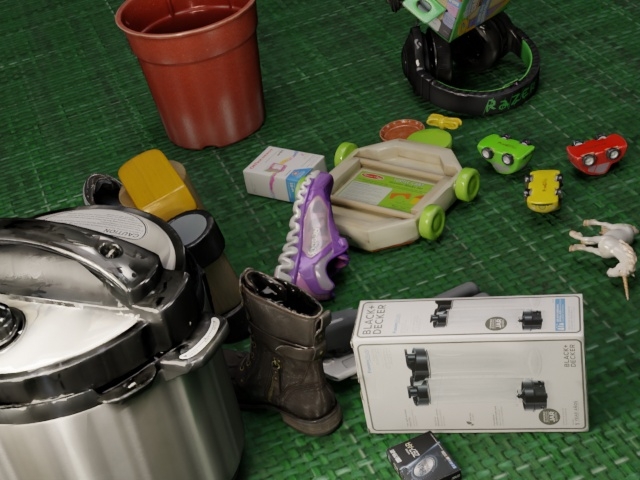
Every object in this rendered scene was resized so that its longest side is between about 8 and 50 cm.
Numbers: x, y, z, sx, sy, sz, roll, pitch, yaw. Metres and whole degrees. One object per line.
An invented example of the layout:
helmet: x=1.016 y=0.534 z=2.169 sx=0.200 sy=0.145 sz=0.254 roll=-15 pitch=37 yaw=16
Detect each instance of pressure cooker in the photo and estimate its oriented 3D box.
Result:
pressure cooker: x=-0.297 y=0.154 z=1.488 sx=0.370 sy=0.420 sz=0.375 roll=-20 pitch=35 yaw=-10

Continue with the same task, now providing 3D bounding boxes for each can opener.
can opener: x=0.116 y=0.122 z=1.713 sx=0.280 sy=0.093 sz=0.074 roll=-18 pitch=34 yaw=-18

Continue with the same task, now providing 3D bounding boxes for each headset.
headset: x=0.252 y=-0.395 z=2.327 sx=0.243 sy=0.185 sz=0.394 roll=-26 pitch=48 yaw=-22

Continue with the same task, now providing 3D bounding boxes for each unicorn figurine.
unicorn figurine: x=0.431 y=0.008 z=1.802 sx=0.111 sy=0.060 sz=0.162 roll=11 pitch=40 yaw=30

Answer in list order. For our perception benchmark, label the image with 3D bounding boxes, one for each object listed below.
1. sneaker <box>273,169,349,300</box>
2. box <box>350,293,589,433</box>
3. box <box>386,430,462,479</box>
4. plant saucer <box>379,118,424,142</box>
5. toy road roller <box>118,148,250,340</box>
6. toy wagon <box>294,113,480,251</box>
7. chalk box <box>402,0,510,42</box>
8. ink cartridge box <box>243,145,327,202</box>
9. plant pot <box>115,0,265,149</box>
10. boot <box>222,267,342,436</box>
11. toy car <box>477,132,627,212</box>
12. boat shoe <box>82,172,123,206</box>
sneaker: x=0.000 y=0.000 z=1.889 sx=0.105 sy=0.095 sz=0.236 roll=8 pitch=61 yaw=10
box: x=0.196 y=0.160 z=1.557 sx=0.290 sy=0.169 sz=0.087 roll=-4 pitch=35 yaw=13
box: x=0.130 y=0.283 z=1.530 sx=0.067 sy=0.018 sz=0.083 roll=-20 pitch=35 yaw=-13
plant saucer: x=0.151 y=-0.197 z=2.222 sx=0.084 sy=0.013 sz=0.083 roll=-8 pitch=34 yaw=5
toy road roller: x=-0.262 y=0.039 z=1.848 sx=0.241 sy=0.202 sz=0.329 roll=-28 pitch=38 yaw=-5
toy wagon: x=0.135 y=-0.103 z=2.046 sx=0.267 sy=0.068 sz=0.344 roll=15 pitch=42 yaw=33
chalk box: x=0.249 y=-0.472 z=2.242 sx=0.213 sy=0.132 sz=0.132 roll=-33 pitch=67 yaw=-29
ink cartridge box: x=-0.062 y=-0.116 z=2.134 sx=0.122 sy=0.052 sz=0.088 roll=11 pitch=40 yaw=32
plant pot: x=-0.226 y=-0.336 z=2.311 sx=0.272 sy=0.265 sz=0.272 roll=-8 pitch=35 yaw=5
boot: x=-0.074 y=0.131 z=1.623 sx=0.263 sy=0.229 sz=0.091 roll=17 pitch=43 yaw=35
toy car: x=0.363 y=-0.125 z=2.023 sx=0.239 sy=0.053 sz=0.225 roll=-35 pitch=40 yaw=-31
boat shoe: x=-0.379 y=-0.076 z=2.148 sx=0.080 sy=0.076 sz=0.228 roll=-19 pitch=35 yaw=-11
